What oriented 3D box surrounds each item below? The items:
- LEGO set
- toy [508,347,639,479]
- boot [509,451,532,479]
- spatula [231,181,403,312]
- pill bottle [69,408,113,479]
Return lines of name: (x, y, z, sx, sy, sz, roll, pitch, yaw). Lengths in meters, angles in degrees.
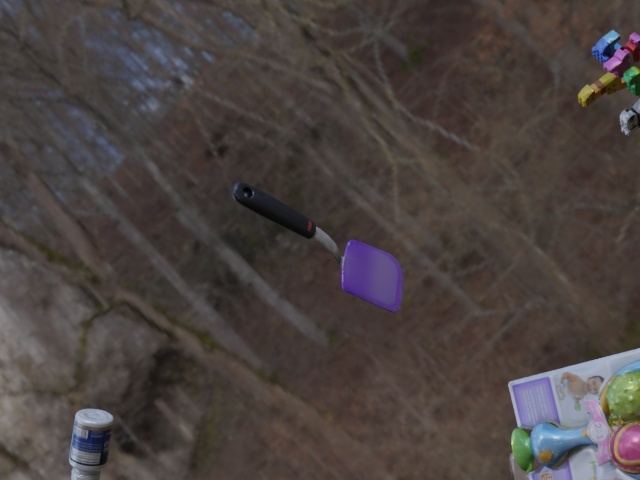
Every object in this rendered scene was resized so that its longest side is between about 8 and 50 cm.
LEGO set: (0.485, -0.261, 2.021, 0.093, 0.087, 0.227, -37, -36, -5)
toy: (0.276, 0.168, 1.083, 0.237, 0.137, 0.056, -21, -17, 36)
boot: (0.349, 0.382, 1.881, 0.087, 0.118, 0.042, -17, 0, 28)
spatula: (0.000, 0.000, 1.528, 0.030, 0.084, 0.296, -20, -41, 40)
pill bottle: (-0.396, 0.356, 2.075, 0.067, 0.067, 0.120, -9, -67, -58)
